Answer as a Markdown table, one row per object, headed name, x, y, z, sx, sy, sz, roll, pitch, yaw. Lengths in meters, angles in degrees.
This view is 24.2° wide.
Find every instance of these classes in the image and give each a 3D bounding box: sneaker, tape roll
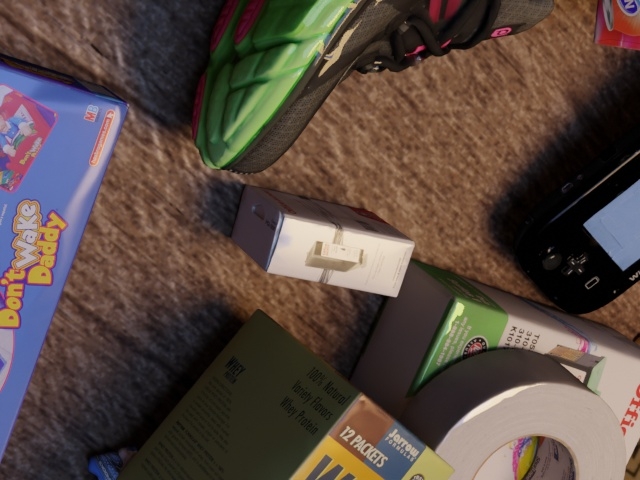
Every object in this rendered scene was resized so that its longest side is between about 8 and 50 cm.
| name | x | y | z | sx | sy | sz | roll | pitch | yaw |
| --- | --- | --- | --- | --- | --- | --- | --- | --- | --- |
| sneaker | -0.195 | 0.255 | 1.375 | 0.058 | 0.052 | 0.135 | -1 | 100 | -14 |
| sneaker | 0.090 | -0.218 | 1.261 | 0.483 | 0.185 | 0.202 | -44 | 115 | -4 |
| tape roll | 0.170 | 0.212 | 1.371 | 0.219 | 0.072 | 0.219 | -9 | 115 | -20 |

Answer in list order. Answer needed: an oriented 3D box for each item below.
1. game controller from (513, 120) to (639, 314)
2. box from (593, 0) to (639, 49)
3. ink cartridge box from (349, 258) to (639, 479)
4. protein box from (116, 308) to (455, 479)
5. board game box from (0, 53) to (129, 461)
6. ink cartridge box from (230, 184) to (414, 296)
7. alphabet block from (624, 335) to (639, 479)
| name | x | y | z | sx | sy | sz | roll | pitch | yaw |
| --- | --- | --- | --- | --- | --- | --- | --- | --- | --- |
| game controller | 0.338 | -0.054 | 1.452 | 0.319 | 0.067 | 0.166 | -39 | 127 | 10 |
| box | 0.362 | -0.244 | 1.353 | 0.257 | 0.123 | 0.128 | -19 | 117 | -50 |
| ink cartridge box | 0.177 | 0.161 | 1.466 | 0.278 | 0.117 | 0.201 | 19 | 100 | -29 |
| protein box | -0.034 | 0.204 | 1.293 | 0.201 | 0.200 | 0.136 | -50 | 124 | -4 |
| board game box | -0.327 | 0.009 | 1.209 | 0.233 | 0.078 | 0.347 | 17 | 100 | -28 |
| ink cartridge box | 0.000 | 0.000 | 1.342 | 0.135 | 0.099 | 0.056 | 12 | 103 | -26 |
| alphabet block | 0.436 | 0.222 | 1.560 | 0.192 | 0.197 | 0.193 | 6 | 105 | -27 |
